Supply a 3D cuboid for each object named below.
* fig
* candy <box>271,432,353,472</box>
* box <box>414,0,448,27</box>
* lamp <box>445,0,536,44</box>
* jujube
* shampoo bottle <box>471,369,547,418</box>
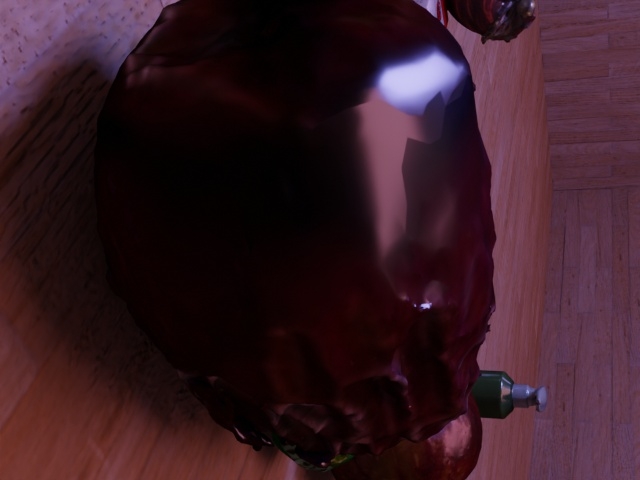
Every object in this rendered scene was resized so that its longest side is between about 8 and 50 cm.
[{"bbox_3d":[0.069,0.158,0.822,0.175,0.175,0.207,-10,84,-69],"label":"fig"},{"bbox_3d":[0.003,0.056,0.768,0.097,0.097,0.324,61,26,-51],"label":"candy"},{"bbox_3d":[0.158,-0.336,1.210,0.152,0.048,0.100,-69,153,-44],"label":"box"},{"bbox_3d":[0.248,-0.421,1.275,0.151,0.223,0.215,-40,140,-39],"label":"lamp"},{"bbox_3d":[0.000,0.000,0.517,0.377,0.258,0.259,79,19,-59],"label":"jujube"},{"bbox_3d":[0.181,0.194,1.023,0.065,0.204,0.065,-1,90,-68],"label":"shampoo bottle"}]
